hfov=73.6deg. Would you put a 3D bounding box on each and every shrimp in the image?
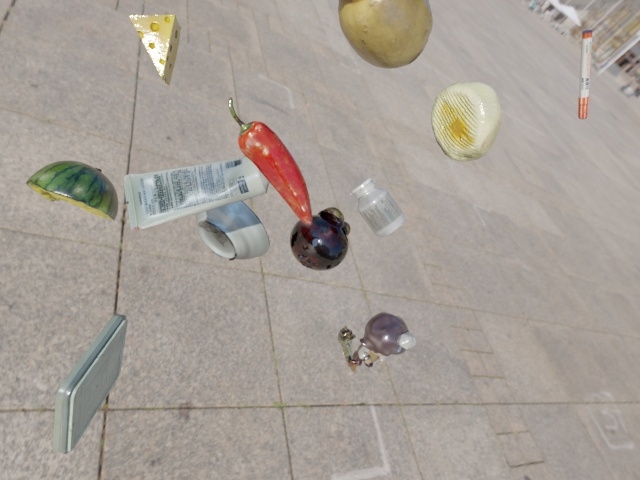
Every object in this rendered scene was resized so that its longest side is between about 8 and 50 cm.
[{"bbox_3d":[0.103,0.403,1.574,0.058,0.253,0.173,-12,77,-5],"label":"shrimp"}]

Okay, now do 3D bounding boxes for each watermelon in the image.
[{"bbox_3d":[-0.949,-0.217,1.679,0.330,0.330,0.190,22,72,-26],"label":"watermelon"}]

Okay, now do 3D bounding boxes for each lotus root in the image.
[{"bbox_3d":[0.111,-0.457,0.835,0.310,0.182,0.183,9,47,-56],"label":"lotus root"}]

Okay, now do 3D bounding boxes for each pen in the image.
[{"bbox_3d":[0.744,-0.461,1.204,0.028,0.028,0.239,-60,141,-52],"label":"pen"}]

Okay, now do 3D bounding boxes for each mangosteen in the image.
[{"bbox_3d":[0.000,0.000,1.393,0.209,0.210,0.210,24,41,-23],"label":"mangosteen"}]

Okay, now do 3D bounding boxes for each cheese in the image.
[{"bbox_3d":[-0.457,-0.537,1.217,0.126,0.171,0.093,-6,10,-10],"label":"cheese"}]

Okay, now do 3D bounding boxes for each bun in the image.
[{"bbox_3d":[0.455,-0.375,1.325,0.153,0.244,0.244,-14,64,-31],"label":"bun"}]

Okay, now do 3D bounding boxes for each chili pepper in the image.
[{"bbox_3d":[-0.087,-0.145,0.798,0.272,0.071,0.063,54,-6,-22],"label":"chili pepper"}]

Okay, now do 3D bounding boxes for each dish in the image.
[{"bbox_3d":[-0.329,-0.027,1.468,0.316,0.316,0.106,41,56,-3],"label":"dish"}]

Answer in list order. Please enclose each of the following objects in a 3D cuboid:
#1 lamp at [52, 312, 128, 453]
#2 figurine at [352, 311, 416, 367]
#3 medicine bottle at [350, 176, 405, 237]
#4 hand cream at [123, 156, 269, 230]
[{"bbox_3d":[-0.583,0.358,1.094,0.047,0.267,0.269,19,32,-5],"label":"lamp"},{"bbox_3d":[0.267,0.494,1.986,0.218,0.365,0.206,21,31,-7],"label":"figurine"},{"bbox_3d":[0.215,-0.130,1.640,0.215,0.135,0.135,52,37,-7],"label":"medicine bottle"},{"bbox_3d":[-0.245,-0.112,0.910,0.078,0.340,0.124,66,12,-84],"label":"hand cream"}]
